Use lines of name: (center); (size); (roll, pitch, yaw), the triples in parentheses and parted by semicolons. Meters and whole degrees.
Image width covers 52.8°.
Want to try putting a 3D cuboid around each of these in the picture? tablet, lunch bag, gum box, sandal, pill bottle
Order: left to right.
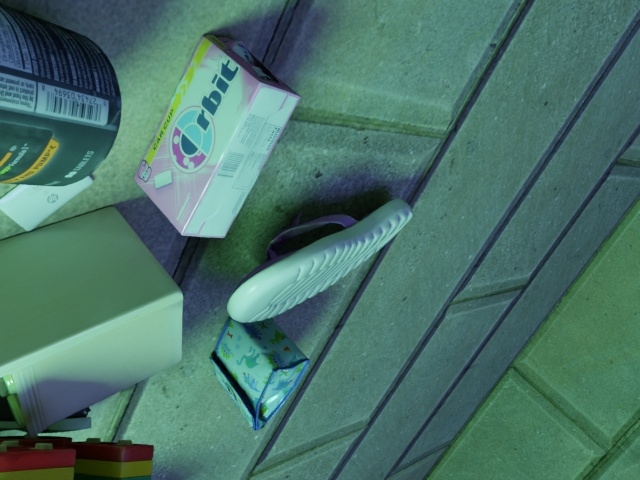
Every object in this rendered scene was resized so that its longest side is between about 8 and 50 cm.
pill bottle: (-0.258, -0.105, 0.423); (0.130, 0.130, 0.246); (-55, 164, 14)
tablet: (-0.274, -0.048, 0.646); (0.083, 0.006, 0.054); (-40, 149, -9)
gum box: (-0.110, -0.109, 0.673); (0.062, 0.107, 0.188); (4, 123, -52)
lunch bag: (-0.108, 0.207, 1.022); (0.096, 0.129, 0.151); (-9, 135, -44)
sandal: (-0.009, 0.010, 0.955); (0.169, 0.102, 0.416); (-48, 165, 34)

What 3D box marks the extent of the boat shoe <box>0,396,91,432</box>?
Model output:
boat shoe: (-0.372, 0.189, 0.750); (0.081, 0.068, 0.228); (-16, 159, 32)

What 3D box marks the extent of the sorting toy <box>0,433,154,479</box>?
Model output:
sorting toy: (-0.312, 0.242, 0.643); (0.257, 0.256, 0.089); (25, 63, -58)

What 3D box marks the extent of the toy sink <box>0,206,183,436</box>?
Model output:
toy sink: (-0.281, 0.090, 0.658); (0.234, 0.153, 0.131); (-24, 143, -34)
